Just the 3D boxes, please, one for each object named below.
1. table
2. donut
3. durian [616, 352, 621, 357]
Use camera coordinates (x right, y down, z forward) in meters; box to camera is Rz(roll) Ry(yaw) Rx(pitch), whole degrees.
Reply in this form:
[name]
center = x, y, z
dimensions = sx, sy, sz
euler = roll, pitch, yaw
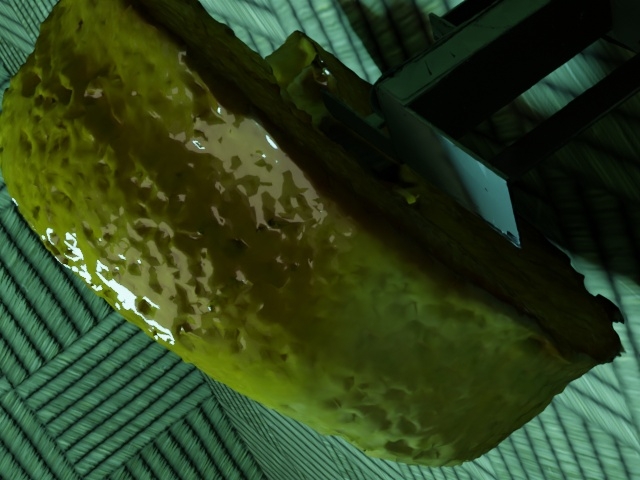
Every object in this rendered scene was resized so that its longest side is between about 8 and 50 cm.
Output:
[table]
center = 0.101, -0.095, 0.747
dimensions = 0.175, 0.146, 0.062
euler = 40, 160, 41
[donut]
center = 0.000, 0.000, 0.899
dimensions = 0.377, 0.163, 0.435
euler = 44, -167, 22
[durian]
center = 0.186, 0.061, 1.100
dimensions = 0.130, 0.052, 0.066
euler = 41, 123, 26
